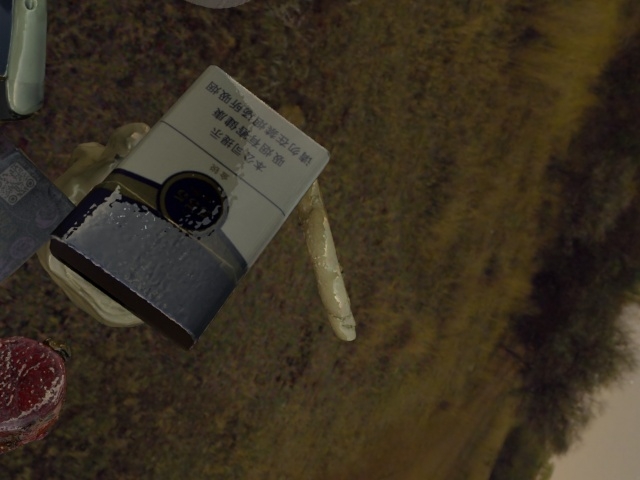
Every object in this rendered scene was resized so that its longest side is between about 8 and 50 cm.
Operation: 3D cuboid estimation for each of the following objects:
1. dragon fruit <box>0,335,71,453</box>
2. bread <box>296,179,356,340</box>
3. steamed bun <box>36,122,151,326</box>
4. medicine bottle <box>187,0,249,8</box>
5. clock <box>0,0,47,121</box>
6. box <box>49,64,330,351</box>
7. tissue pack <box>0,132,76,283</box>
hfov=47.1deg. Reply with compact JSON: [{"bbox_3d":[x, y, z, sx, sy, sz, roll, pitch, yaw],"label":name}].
[{"bbox_3d":[-0.599,0.300,1.394,0.282,0.211,0.147,-39,163,-31],"label":"dragon fruit"},{"bbox_3d":[0.000,0.000,0.971,0.182,0.039,0.251,71,5,-55],"label":"bread"},{"bbox_3d":[-0.250,-0.020,1.028,0.320,0.206,0.275,12,92,-37],"label":"steamed bun"},{"bbox_3d":[-0.061,-0.329,0.652,0.242,0.242,0.395,-64,-166,-9],"label":"medicine bottle"},{"bbox_3d":[-0.353,-0.172,0.599,0.199,0.243,0.147,-129,-132,-59],"label":"clock"},{"bbox_3d":[-0.124,-0.038,0.742,0.259,0.168,0.071,-57,-174,-30],"label":"box"},{"bbox_3d":[-0.332,-0.015,0.723,0.156,0.051,0.112,-45,144,-11],"label":"tissue pack"}]
